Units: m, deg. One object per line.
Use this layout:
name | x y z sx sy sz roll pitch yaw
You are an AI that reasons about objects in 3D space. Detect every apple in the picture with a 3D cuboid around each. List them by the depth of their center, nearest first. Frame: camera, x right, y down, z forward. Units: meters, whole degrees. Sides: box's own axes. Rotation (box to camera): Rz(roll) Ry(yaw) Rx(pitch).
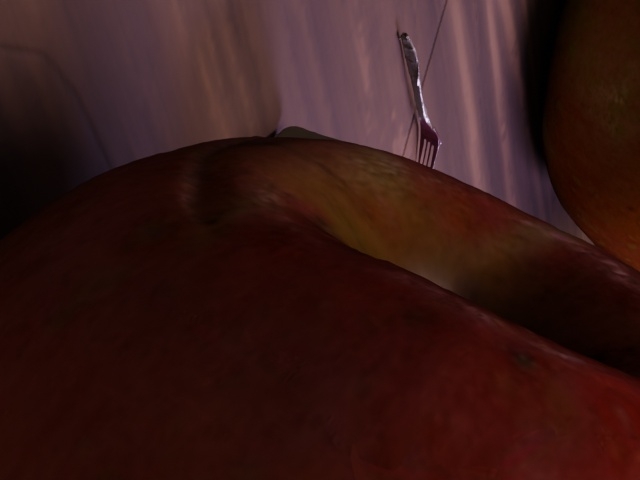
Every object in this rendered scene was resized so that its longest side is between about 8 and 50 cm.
apple | -0.001 0.144 0.704 0.364 0.364 0.364 -47 146 -46
apple | 0.326 -0.106 1.334 0.339 0.339 0.339 -47 146 -46

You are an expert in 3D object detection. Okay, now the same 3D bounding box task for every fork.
fork | 0.058 -0.081 1.106 0.012 0.016 0.115 -49 147 -28

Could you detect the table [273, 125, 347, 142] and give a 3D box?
table | 0.000 0.000 0.947 0.062 0.079 0.083 -40 143 -49
